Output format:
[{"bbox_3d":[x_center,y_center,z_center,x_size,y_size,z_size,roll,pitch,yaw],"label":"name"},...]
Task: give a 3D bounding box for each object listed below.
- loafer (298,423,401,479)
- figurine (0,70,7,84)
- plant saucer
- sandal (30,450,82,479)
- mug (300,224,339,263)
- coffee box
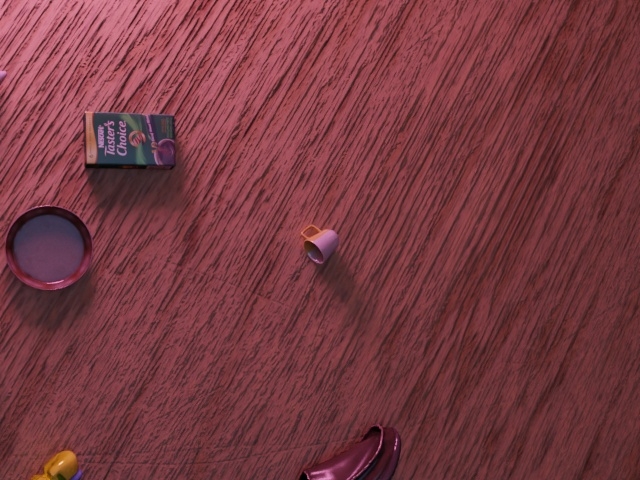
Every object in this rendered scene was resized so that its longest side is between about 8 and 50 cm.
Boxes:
[{"bbox_3d":[0.025,0.512,1.958,0.130,0.134,0.366,46,71,-10],"label":"loafer"},{"bbox_3d":[-0.713,-0.282,1.790,0.215,0.092,0.209,31,68,-40],"label":"figurine"},{"bbox_3d":[-0.535,0.016,1.871,0.168,0.029,0.168,3,82,-20],"label":"plant saucer"},{"bbox_3d":[-0.546,0.546,1.758,0.317,0.126,0.138,-42,102,-18],"label":"sandal"},{"bbox_3d":[0.003,0.001,2.053,0.064,0.062,0.078,-39,104,-28],"label":"mug"},{"bbox_3d":[-0.391,-0.203,1.943,0.184,0.040,0.113,1,83,-20],"label":"coffee box"}]
